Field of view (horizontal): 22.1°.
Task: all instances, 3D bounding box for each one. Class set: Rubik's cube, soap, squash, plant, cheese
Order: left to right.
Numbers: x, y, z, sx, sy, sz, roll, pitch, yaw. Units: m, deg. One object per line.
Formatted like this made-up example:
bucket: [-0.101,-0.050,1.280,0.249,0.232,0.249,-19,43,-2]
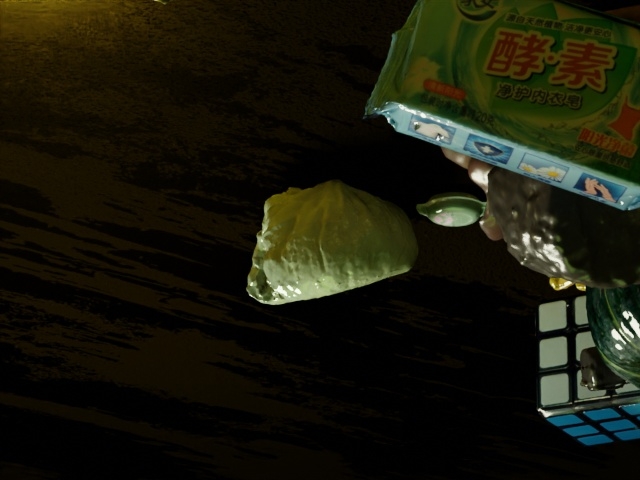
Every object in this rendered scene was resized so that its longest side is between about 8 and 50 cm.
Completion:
cheese: [0.170,-0.036,1.867,0.121,0.026,0.067,-2,156,7]
soap: [0.198,-0.133,1.442,0.293,0.156,0.077,17,164,1]
plant: [0.248,-0.047,1.619,0.204,0.178,0.234,10,-176,-24]
Rubik's cube: [0.383,0.167,2.135,0.160,0.163,0.162,-13,150,28]
squash: [0.410,0.068,1.767,0.252,0.165,0.252,-2,151,-1]

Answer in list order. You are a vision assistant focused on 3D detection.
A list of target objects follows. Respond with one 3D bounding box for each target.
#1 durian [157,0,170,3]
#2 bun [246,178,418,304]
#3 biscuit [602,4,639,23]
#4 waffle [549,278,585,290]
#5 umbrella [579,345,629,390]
durian: [-0.121,-0.250,1.322,0.187,0.108,0.119,4,156,-5]
bun: [0.000,0.000,1.837,0.204,0.126,0.212,-11,176,-44]
biscuit: [0.330,-0.176,1.545,0.260,0.041,0.203,-4,159,14]
waffle: [0.393,-0.007,1.875,0.293,0.069,0.260,-4,157,4]
umbrella: [0.473,0.104,1.997,0.336,0.154,0.128,-7,116,1]
